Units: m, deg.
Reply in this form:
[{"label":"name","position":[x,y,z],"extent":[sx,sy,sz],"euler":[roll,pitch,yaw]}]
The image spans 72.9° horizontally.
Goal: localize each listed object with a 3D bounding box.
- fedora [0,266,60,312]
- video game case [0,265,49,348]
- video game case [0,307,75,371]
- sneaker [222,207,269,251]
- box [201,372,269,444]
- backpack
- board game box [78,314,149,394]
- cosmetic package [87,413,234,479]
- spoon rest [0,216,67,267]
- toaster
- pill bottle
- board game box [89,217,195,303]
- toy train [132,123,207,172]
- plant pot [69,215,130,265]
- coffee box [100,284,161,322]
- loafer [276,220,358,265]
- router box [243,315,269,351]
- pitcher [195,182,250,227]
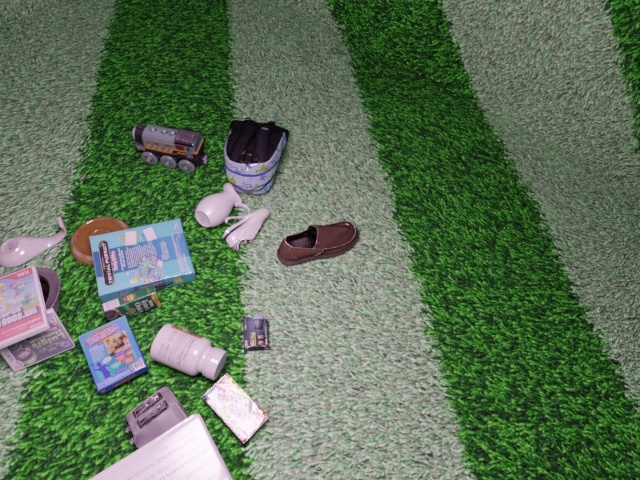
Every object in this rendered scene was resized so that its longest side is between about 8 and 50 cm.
[{"label":"fedora","position":[-1.018,0.222,1.501],"extent":[0.275,0.124,0.244],"euler":[-12,57,-9]},{"label":"video game case","position":[-0.999,0.217,1.384],"extent":[0.203,0.025,0.285],"euler":[-24,50,-22]},{"label":"video game case","position":[-0.938,0.326,1.417],"extent":[0.190,0.173,0.022],"euler":[-23,37,-21]},{"label":"sneaker","position":[-0.296,-0.047,1.819],"extent":[0.235,0.090,0.095],"euler":[-39,81,-24]},{"label":"box","position":[-0.280,0.553,1.427],"extent":[0.207,0.036,0.114],"euler":[39,60,18]},{"label":"backpack","position":[-0.301,-0.376,1.947],"extent":[0.289,0.274,0.356],"euler":[8,28,-6]},{"label":"board game box","position":[-0.693,0.378,1.452],"extent":[0.160,0.047,0.210],"euler":[-25,63,-22]},{"label":"cosmetic package","position":[-0.356,0.739,1.112],"extent":[0.327,0.330,0.394],"euler":[-27,64,-24]},{"label":"spoon rest","position":[-1.110,0.011,1.675],"extent":[0.276,0.084,0.137],"euler":[-28,62,-9]},{"label":"toaster","position":[-0.486,0.551,1.314],"extent":[0.185,0.168,0.110],"euler":[-34,110,-26]},{"label":"pill bottle","position":[-0.440,0.381,1.466],"extent":[0.229,0.131,0.131],"euler":[20,56,6]},{"label":"board game box","position":[-0.677,0.071,1.658],"extent":[0.335,0.079,0.254],"euler":[-14,64,-19]},{"label":"toy train","position":[-0.677,-0.427,1.952],"extent":[0.333,0.190,0.142],"euler":[12,54,1]},{"label":"plant pot","position":[-0.881,-0.008,1.735],"extent":[0.236,0.032,0.237],"euler":[3,56,-5]},{"label":"coffee box","position":[-0.672,0.231,1.549],"extent":[0.184,0.113,0.040],"euler":[-21,60,-22]},{"label":"loafer","position":[0.000,0.000,1.787],"extent":[0.365,0.130,0.134],"euler":[-20,61,-20]},{"label":"router box","position":[-0.235,0.338,1.579],"extent":[0.091,0.038,0.123],"euler":[-2,56,-8]},{"label":"pitcher","position":[-0.411,-0.128,1.837],"extent":[0.177,0.125,0.207],"euler":[41,48,2]}]
